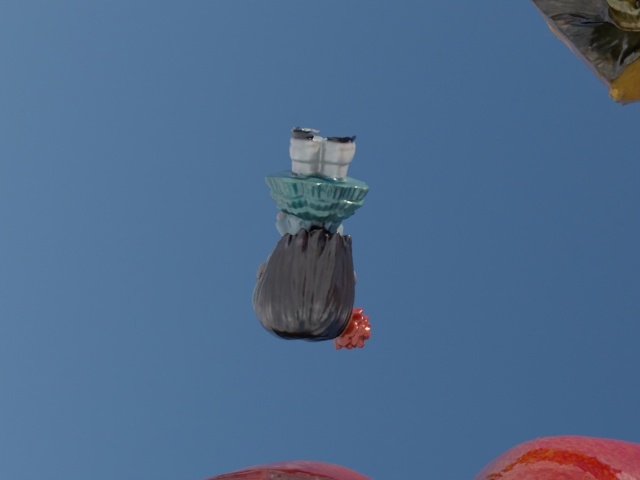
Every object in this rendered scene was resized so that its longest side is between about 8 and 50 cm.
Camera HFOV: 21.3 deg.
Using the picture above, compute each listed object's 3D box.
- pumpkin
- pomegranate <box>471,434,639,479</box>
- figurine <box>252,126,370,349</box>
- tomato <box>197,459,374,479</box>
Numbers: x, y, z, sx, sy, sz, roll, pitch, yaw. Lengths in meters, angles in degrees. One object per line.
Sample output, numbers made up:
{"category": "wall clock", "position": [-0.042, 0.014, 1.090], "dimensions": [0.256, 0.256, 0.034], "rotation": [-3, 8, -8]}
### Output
{"category": "pumpkin", "position": [0.139, -0.102, 0.738], "dimensions": [0.074, 0.054, 0.083], "rotation": [-36, -136, 3]}
{"category": "pomegranate", "position": [0.180, 0.250, 1.235], "dimensions": [0.256, 0.220, 0.221], "rotation": [-35, -127, 55]}
{"category": "figurine", "position": [0.000, 0.000, 0.823], "dimensions": [0.047, 0.060, 0.106], "rotation": [-143, -121, -74]}
{"category": "tomato", "position": [-0.030, 0.226, 0.929], "dimensions": [0.139, 0.233, 0.200], "rotation": [44, 25, -81]}
